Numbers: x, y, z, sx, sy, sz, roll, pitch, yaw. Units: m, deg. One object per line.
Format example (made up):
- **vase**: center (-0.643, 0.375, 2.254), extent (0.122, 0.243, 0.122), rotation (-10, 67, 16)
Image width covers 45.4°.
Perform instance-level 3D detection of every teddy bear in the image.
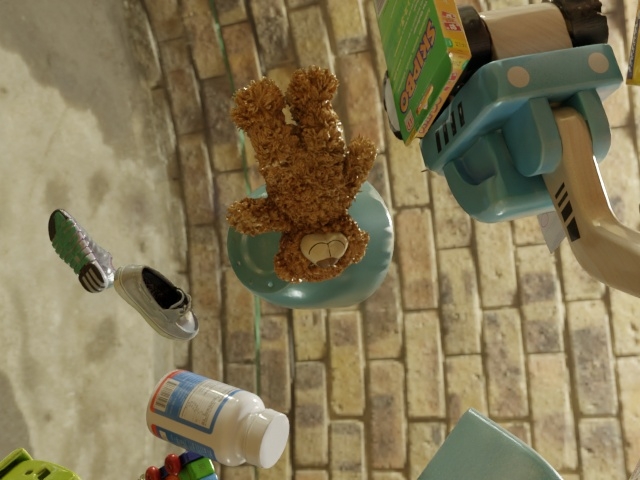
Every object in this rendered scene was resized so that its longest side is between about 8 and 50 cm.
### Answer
- **teddy bear**: center (-0.020, -0.088, 1.134), extent (0.245, 0.113, 0.338), rotation (-5, 105, -33)

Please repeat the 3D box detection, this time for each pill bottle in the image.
- **pill bottle**: center (-0.169, 0.302, 1.274), extent (0.124, 0.221, 0.124), rotation (-36, 133, -52)

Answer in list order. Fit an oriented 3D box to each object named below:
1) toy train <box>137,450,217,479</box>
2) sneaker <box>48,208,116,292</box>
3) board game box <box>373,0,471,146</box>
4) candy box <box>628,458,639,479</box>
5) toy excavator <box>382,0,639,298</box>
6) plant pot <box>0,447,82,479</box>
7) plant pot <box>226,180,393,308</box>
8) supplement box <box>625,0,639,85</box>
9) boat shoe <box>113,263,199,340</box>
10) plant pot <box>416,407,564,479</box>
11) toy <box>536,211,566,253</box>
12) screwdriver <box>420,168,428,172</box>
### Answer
- **toy train**: center (-0.288, 0.516, 1.553), extent (0.105, 0.248, 0.144), rotation (-9, 67, -45)
- **sneaker**: center (-0.537, 0.024, 1.751), extent (0.224, 0.083, 0.098), rotation (56, 23, 13)
- **board game box**: center (0.107, -0.237, 0.852), extent (0.124, 0.039, 0.260), rotation (117, -26, -51)
- **candy box**: center (0.500, 0.354, 1.120), extent (0.233, 0.071, 0.159), rotation (-53, 158, -19)
- **toy excavator**: center (0.283, -0.093, 0.921), extent (0.433, 0.222, 0.446), rotation (128, -52, -71)
- **plant pot**: center (-0.547, 0.535, 1.407), extent (0.227, 0.207, 0.228), rotation (-44, 135, -34)
- **plant pot**: center (-0.039, 0.003, 1.496), extent (0.235, 0.292, 0.293), rotation (-7, 90, -56)
- **supplement box**: center (0.548, -0.290, 0.995), extent (0.356, 0.195, 0.194), rotation (-49, 144, -76)
- **boat shoe**: center (-0.292, 0.121, 1.450), extent (0.227, 0.081, 0.079), rotation (49, 43, -41)
- **plant pot**: center (0.318, 0.474, 1.253), extent (0.248, 0.252, 0.247), rotation (-50, 124, -16)
- **toy**: center (0.447, -0.103, 1.414), extent (0.137, 0.056, 0.237), rotation (112, -22, -43)
- **screwdriver**: center (0.265, -0.159, 1.488), extent (0.025, 0.169, 0.024), rotation (-125, -155, -47)
